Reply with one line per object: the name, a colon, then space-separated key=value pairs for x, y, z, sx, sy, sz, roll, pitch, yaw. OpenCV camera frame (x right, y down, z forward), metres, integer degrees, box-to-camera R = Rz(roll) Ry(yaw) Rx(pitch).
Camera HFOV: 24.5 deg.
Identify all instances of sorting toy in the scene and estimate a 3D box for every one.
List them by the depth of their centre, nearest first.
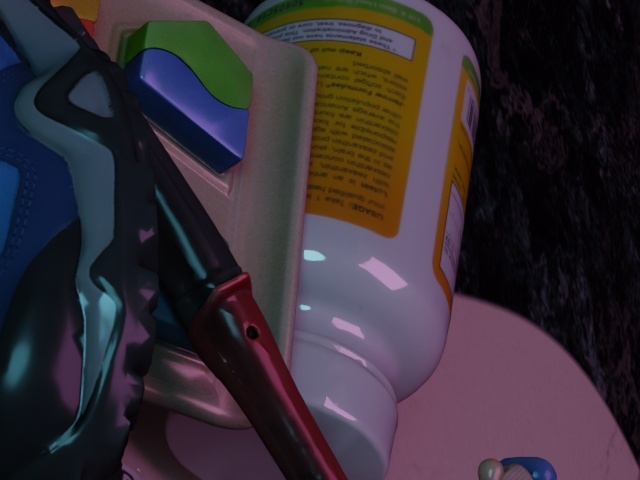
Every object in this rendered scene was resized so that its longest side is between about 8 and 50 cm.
sorting toy: x=-0.094 y=-0.041 z=0.585 sx=0.208 sy=0.038 sz=0.193 roll=21 pitch=57 yaw=-27

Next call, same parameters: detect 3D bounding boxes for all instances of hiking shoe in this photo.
hiking shoe: x=-0.135 y=-0.039 z=0.461 sx=0.132 sy=0.113 sz=0.304 roll=-5 pitch=52 yaw=-21

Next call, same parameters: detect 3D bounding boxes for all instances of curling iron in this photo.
curling iron: x=-0.040 y=0.032 z=0.539 sx=0.068 sy=0.035 sz=0.274 roll=-5 pitch=68 yaw=-62

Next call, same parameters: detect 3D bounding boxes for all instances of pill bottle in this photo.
pill bottle: x=0.000 y=0.000 z=0.721 sx=0.136 sy=0.136 sz=0.245 roll=51 pitch=38 yaw=-39

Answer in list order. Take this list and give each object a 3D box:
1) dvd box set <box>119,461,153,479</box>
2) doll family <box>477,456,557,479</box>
dvd box set: x=-0.100 y=0.203 z=0.344 sx=0.307 sy=0.062 sz=0.420 roll=41 pitch=26 yaw=-27
doll family: x=0.043 y=0.233 z=0.761 sx=0.163 sy=0.118 sz=0.263 roll=-31 pitch=125 yaw=-67
